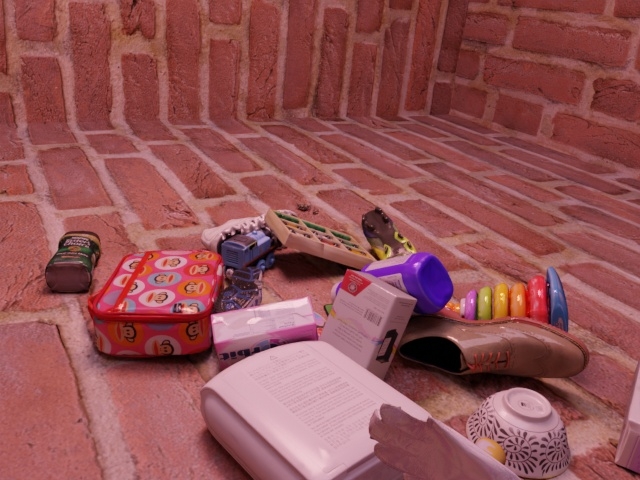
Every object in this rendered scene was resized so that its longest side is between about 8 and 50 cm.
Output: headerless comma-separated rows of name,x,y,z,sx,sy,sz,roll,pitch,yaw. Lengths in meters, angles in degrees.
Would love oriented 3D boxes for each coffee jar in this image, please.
coffee jar,-0.555,0.042,1.346,0.096,0.079,0.184,0,23,-13

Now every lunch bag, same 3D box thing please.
lunch bag,-0.330,0.118,1.189,0.257,0.120,0.293,0,22,-3

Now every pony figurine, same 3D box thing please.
pony figurine,0.186,0.347,0.631,0.350,0.303,0.363,25,14,21

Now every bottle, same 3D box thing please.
bottle,0.131,0.099,1.201,0.092,0.118,0.282,-44,16,-35

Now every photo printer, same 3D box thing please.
photo printer,-0.018,0.270,0.908,0.255,0.107,0.307,-15,30,-40

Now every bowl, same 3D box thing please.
bowl,0.329,0.295,0.966,0.169,0.080,0.170,4,24,-2

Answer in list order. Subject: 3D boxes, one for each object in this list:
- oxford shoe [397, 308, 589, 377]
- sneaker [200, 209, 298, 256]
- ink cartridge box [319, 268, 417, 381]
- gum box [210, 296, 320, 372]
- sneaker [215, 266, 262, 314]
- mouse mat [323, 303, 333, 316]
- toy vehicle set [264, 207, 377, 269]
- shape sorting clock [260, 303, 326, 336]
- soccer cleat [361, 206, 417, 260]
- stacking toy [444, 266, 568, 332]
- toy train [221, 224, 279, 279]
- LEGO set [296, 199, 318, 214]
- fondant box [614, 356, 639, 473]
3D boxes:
oxford shoe,0.313,0.217,1.111,0.347,0.123,0.130,4,24,23
sneaker,-0.180,-0.026,1.570,0.292,0.110,0.118,-15,22,-40
ink cartridge box,0.080,0.159,1.091,0.127,0.175,0.072,28,9,41
gum box,-0.093,0.169,1.063,0.188,0.107,0.062,-10,50,-8
sneaker,-0.150,0.124,1.173,0.080,0.081,0.211,-3,19,10
mouse mat,0.112,0.173,1.290,0.189,0.007,0.153,0,24,-14
toy vehicle set,0.000,0.000,1.508,0.266,0.035,0.166,18,15,-30
shape sorting clock,-0.084,0.177,1.191,0.206,0.041,0.206,5,23,-2
soccer cleat,0.189,0.033,1.522,0.093,0.121,0.289,-26,45,1
stacking toy,0.352,0.153,1.242,0.301,0.175,0.166,1,18,17
toy train,-0.167,0.030,1.430,0.080,0.105,0.184,16,26,23
LEGO set,-0.045,-0.100,1.873,0.054,0.024,0.083,-13,43,-33
fondant box,0.657,0.302,1.007,0.238,0.096,0.330,19,26,27
